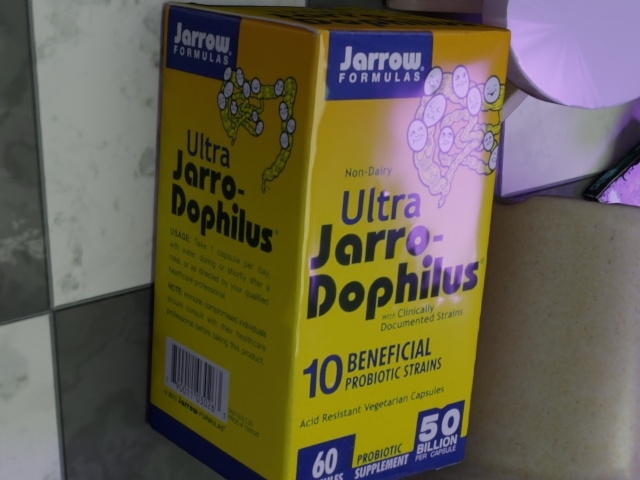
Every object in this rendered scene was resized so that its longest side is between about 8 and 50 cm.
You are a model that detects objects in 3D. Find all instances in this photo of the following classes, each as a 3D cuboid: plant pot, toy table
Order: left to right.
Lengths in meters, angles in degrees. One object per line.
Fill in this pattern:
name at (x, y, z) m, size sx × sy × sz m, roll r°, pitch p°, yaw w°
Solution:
toy table at (0.199, -0.218, 1.044) m, size 0.274 × 0.161 × 0.252 m, roll 4°, pitch 101°, yaw -42°
plant pot at (0.218, 0.120, 1.096) m, size 0.334 × 0.334 × 0.305 m, roll 11°, pitch 86°, yaw -42°

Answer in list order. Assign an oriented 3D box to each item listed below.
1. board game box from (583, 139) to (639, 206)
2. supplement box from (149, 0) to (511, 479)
board game box at (0.383, -0.019, 1.325) m, size 0.126 × 0.026 × 0.186 m, roll -40°, pitch 115°, yaw -15°
supplement box at (0.000, 0.000, 0.923) m, size 0.194 × 0.195 × 0.356 m, roll -8°, pitch 109°, yaw -38°
